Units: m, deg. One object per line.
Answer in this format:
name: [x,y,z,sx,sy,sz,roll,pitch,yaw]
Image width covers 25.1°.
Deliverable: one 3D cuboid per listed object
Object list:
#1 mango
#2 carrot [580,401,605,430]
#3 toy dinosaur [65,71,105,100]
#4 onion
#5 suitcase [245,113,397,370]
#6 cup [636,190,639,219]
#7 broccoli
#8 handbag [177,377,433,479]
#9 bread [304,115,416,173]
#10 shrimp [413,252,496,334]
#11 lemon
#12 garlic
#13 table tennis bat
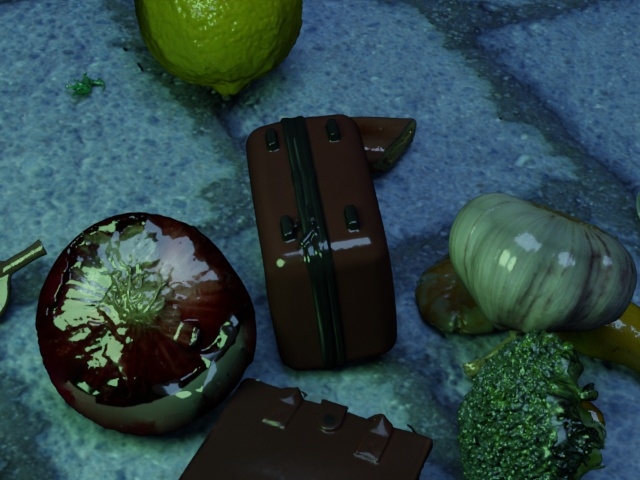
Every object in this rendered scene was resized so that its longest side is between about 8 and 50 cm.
mango: [0.387,0.119,1.903,0.190,0.075,0.098,28,62,17]
carrot: [0.297,0.190,1.843,0.042,0.042,0.170,-24,48,-29]
toy dinosaur: [-0.362,-0.234,2.225,0.062,0.021,0.083,4,40,-22]
onion: [-0.212,0.107,1.771,0.272,0.195,0.272,1,80,-6]
suitcase: [0.000,0.000,1.867,0.161,0.236,0.297,-10,44,-2]
cup: [0.534,-0.041,2.110,0.116,0.074,0.104,-12,74,-14]
broccoli: [0.252,0.234,1.676,0.176,0.198,0.226,-27,70,-39]
handbag: [-0.030,0.295,1.658,0.260,0.084,0.275,17,43,15]
bread: [0.056,-0.140,2.143,0.192,0.067,0.119,2,36,-8]
shrimp: [0.259,0.043,1.982,0.294,0.062,0.154,-22,44,-26]
lemon: [-0.159,-0.385,2.219,0.268,0.268,0.322,-14,86,-21]
garlic: [0.255,0.073,1.813,0.245,0.253,0.245,24,14,-6]
table tennis bat: [-0.430,0.064,1.904,0.170,0.119,0.107,-32,78,-7]
